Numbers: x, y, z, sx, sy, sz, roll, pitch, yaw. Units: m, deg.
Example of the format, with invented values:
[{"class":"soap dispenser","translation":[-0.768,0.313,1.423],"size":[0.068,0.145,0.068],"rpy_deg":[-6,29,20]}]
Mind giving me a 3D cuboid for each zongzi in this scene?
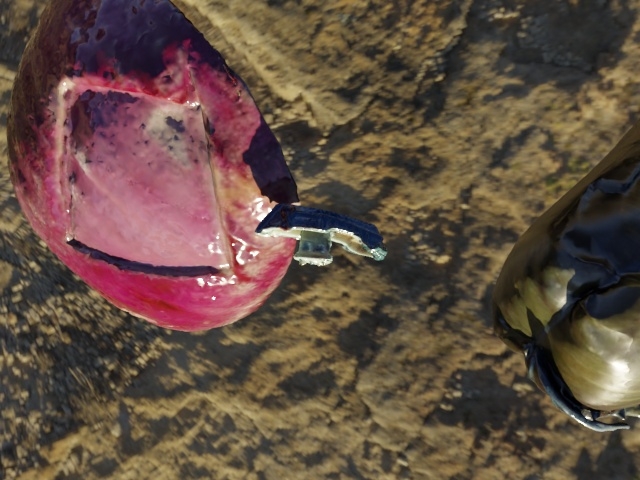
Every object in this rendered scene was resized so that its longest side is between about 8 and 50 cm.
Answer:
[{"class":"zongzi","translation":[0.377,0.070,0.781],"size":[0.432,0.208,0.403],"rpy_deg":[43,51,12]}]

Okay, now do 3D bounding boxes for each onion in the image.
[{"class":"onion","translation":[-0.135,-0.045,0.702],"size":[0.111,0.247,0.250],"rpy_deg":[-35,84,-31]}]

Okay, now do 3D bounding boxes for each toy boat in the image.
[{"class":"toy boat","translation":[0.000,0.000,0.639],"size":[0.083,0.038,0.038],"rpy_deg":[13,89,-15]}]
